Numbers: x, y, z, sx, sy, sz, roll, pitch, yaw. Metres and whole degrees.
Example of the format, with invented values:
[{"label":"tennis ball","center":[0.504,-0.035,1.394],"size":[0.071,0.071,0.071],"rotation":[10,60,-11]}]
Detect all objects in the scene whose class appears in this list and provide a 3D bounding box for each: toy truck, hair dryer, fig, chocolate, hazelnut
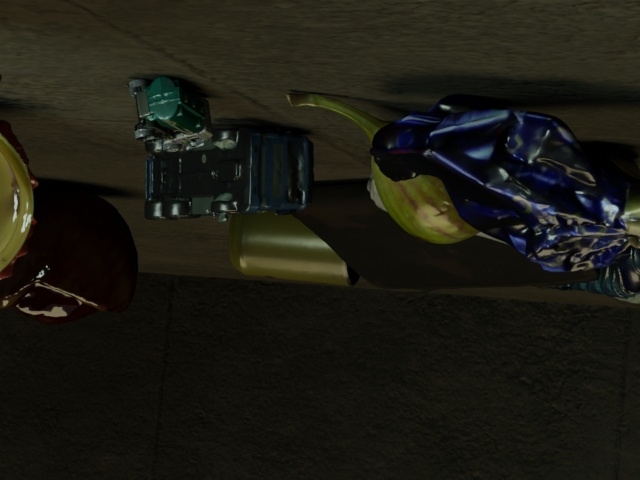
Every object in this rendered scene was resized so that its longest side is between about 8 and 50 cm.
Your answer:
[{"label":"toy truck","center":[-0.082,-0.049,1.223],"size":[0.088,0.074,0.202],"rotation":[3,178,-34]},{"label":"hair dryer","center":[0.000,0.000,1.717],"size":[0.135,0.090,0.279],"rotation":[3,-179,15]},{"label":"fig","center":[0.055,-0.046,1.026],"size":[0.166,0.093,0.093],"rotation":[10,173,-37]},{"label":"chocolate","center":[0.189,-0.026,0.909],"size":[0.343,0.126,0.148],"rotation":[4,177,27]},{"label":"hazelnut","center":[-0.312,0.016,1.734],"size":[0.202,0.160,0.170],"rotation":[-3,174,23]},{"label":"toy truck","center":[-0.099,-0.086,1.026],"size":[0.044,0.039,0.083],"rotation":[-10,170,14]}]

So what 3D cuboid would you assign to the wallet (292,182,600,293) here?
[{"label":"wallet","center":[0.113,-0.008,1.433],"size":[0.165,0.042,0.309],"rotation":[37,155,-33]}]

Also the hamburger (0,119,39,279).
[{"label":"hamburger","center":[-0.315,-0.034,1.166],"size":[0.175,0.175,0.137],"rotation":[9,180,-35]}]

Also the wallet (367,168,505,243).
[{"label":"wallet","center":[0.128,-0.026,1.264],"size":[0.190,0.033,0.095],"rotation":[16,166,10]}]

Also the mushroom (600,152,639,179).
[{"label":"mushroom","center":[0.220,-0.038,1.185],"size":[0.059,0.054,0.202],"rotation":[11,-178,12]}]

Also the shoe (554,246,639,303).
[{"label":"shoe","center":[0.248,0.012,1.461],"size":[0.106,0.091,0.207],"rotation":[2,-179,-25]}]
